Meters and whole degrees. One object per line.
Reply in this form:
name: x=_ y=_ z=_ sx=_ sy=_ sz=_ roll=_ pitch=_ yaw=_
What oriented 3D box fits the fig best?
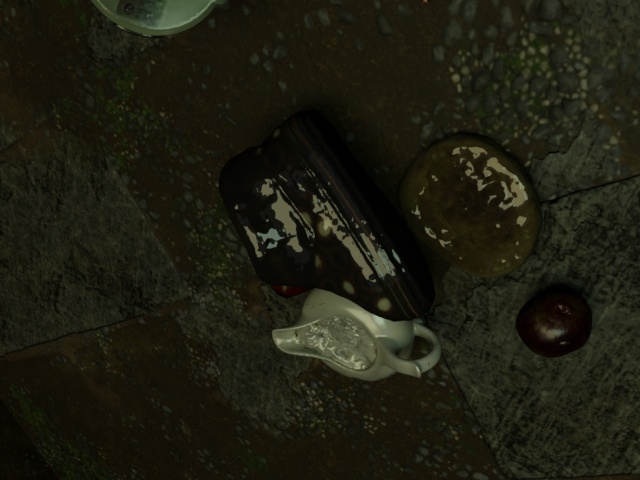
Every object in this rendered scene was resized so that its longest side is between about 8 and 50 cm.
fig: x=0.357 y=0.135 z=1.145 sx=0.109 sy=0.103 sz=0.155 roll=9 pitch=160 yaw=12

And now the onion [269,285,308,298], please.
onion: x=-0.057 y=0.038 z=1.335 sx=0.117 sy=0.118 sz=0.119 roll=29 pitch=132 yaw=33

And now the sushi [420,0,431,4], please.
sushi: x=0.071 y=-0.400 z=0.983 sx=0.097 sy=0.103 sz=0.226 roll=-39 pitch=92 yaw=15

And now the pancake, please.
pancake: x=0.221 y=-0.046 z=1.140 sx=0.241 sy=0.050 sz=0.242 roll=18 pitch=125 yaw=27

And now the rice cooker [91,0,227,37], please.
rice cooker: x=-0.236 y=-0.403 z=1.052 sx=0.225 sy=0.244 sz=0.226 roll=-5 pitch=109 yaw=-13

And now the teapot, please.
teapot: x=0.075 y=0.163 z=1.303 sx=0.299 sy=0.165 sz=0.209 roll=10 pitch=114 yaw=38

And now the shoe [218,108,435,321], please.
shoe: x=0.000 y=0.000 z=1.195 sx=0.237 sy=0.171 sz=0.384 roll=-35 pitch=93 yaw=19
